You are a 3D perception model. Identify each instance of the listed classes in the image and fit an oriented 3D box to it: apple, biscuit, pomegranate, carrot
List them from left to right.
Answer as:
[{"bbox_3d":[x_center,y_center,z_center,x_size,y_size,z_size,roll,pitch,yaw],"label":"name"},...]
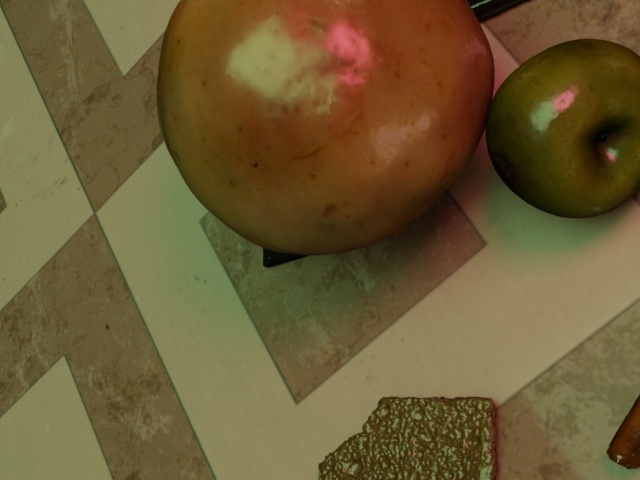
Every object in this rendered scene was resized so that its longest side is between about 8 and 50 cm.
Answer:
[{"bbox_3d":[0.011,-0.162,1.063,0.411,0.411,0.412,-9,73,32],"label":"pomegranate"},{"bbox_3d":[0.101,0.254,1.098,0.236,0.026,0.131,-7,73,34],"label":"biscuit"},{"bbox_3d":[0.272,-0.121,0.982,0.196,0.196,0.157,-53,32,12],"label":"apple"},{"bbox_3d":[0.354,0.165,0.936,0.055,0.055,0.162,43,110,34],"label":"carrot"}]

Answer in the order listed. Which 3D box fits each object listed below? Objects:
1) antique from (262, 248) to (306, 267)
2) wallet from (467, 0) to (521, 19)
[{"bbox_3d":[0.000,0.000,1.237,0.192,0.015,0.031,-17,69,30],"label":"antique"},{"bbox_3d":[0.144,-0.331,1.216,0.285,0.030,0.146,-21,71,28],"label":"wallet"}]
